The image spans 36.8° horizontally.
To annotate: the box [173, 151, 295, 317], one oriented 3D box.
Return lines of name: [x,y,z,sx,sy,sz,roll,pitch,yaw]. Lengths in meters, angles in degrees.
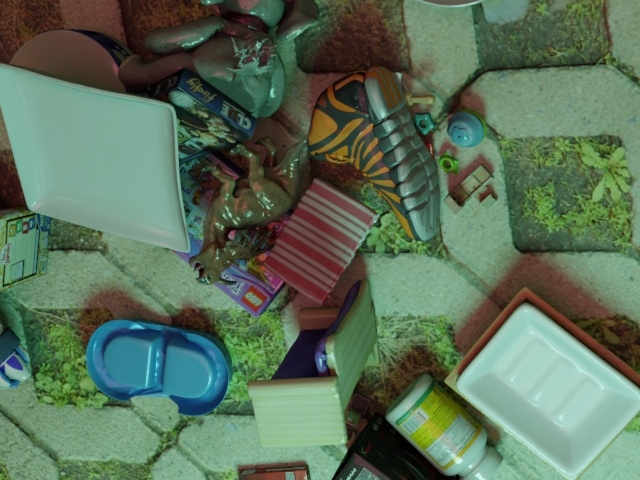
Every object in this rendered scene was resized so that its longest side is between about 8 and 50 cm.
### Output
box: [-0.170,-0.022,1.824,0.293,0.057,0.201,39,104,5]

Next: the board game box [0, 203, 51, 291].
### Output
board game box: [-0.590,0.011,1.859,0.045,0.193,0.147,10,101,12]

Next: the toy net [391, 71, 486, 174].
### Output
toy net: [0.178,-0.224,1.720,0.232,0.045,0.122,37,135,8]

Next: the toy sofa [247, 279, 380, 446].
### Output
toy sofa: [-0.004,0.200,1.665,0.150,0.362,0.177,-5,105,14]

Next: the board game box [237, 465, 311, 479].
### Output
board game box: [-0.073,0.591,1.919,0.145,0.027,0.281,-7,98,16]

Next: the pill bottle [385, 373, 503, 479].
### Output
pill bottle: [0.229,0.354,1.760,0.208,0.117,0.117,44,106,4]

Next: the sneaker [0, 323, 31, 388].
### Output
sneaker: [-0.650,0.171,1.861,0.236,0.130,0.323,31,140,6]

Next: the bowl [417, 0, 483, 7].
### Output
bowl: [0.227,-0.537,1.604,0.298,0.134,0.298,2,100,12]

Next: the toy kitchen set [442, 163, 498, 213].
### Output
toy kitchen set: [0.274,-0.079,1.699,0.068,0.075,0.083,47,110,1]

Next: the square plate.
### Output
square plate: [-0.393,-0.149,1.705,0.344,0.049,0.347,14,137,12]

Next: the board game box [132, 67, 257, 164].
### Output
board game box: [-0.251,-0.208,1.684,0.243,0.165,0.042,-14,53,46]

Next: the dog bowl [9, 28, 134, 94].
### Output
dog bowl: [-0.465,-0.267,1.830,0.265,0.104,0.265,2,100,13]

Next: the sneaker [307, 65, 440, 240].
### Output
sneaker: [0.092,-0.140,1.717,0.180,0.124,0.321,-15,100,34]

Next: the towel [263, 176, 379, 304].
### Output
towel: [0.000,0.000,1.736,0.144,0.029,0.197,32,93,19]

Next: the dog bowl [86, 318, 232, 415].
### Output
dog bowl: [-0.310,0.241,1.894,0.297,0.074,0.166,10,101,11]

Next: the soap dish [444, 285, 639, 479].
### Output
soap dish: [0.405,0.250,1.700,0.291,0.118,0.229,38,105,5]

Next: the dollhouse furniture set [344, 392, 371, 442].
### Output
dollhouse furniture set: [0.022,0.328,1.823,0.114,0.081,0.091,26,104,8]

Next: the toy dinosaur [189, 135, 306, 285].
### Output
toy dinosaur: [-0.117,-0.063,1.716,0.295,0.127,0.200,-32,89,9]

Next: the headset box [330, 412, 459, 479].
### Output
headset box: [0.171,0.470,1.741,0.293,0.218,0.110,36,105,6]

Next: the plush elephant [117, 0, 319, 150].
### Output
plush elephant: [-0.154,-0.357,1.678,0.272,0.255,0.330,28,152,-27]
